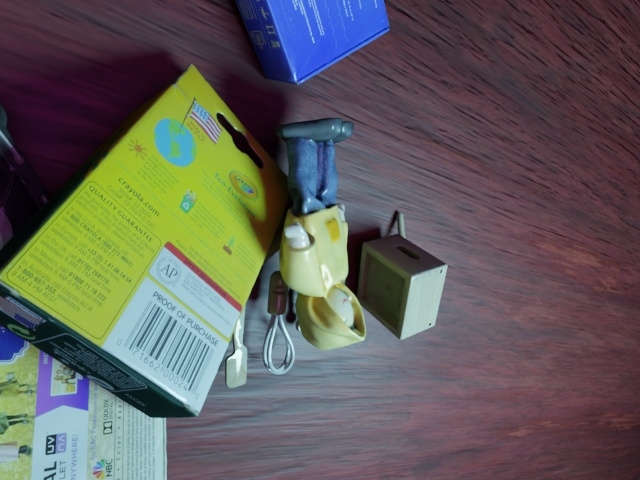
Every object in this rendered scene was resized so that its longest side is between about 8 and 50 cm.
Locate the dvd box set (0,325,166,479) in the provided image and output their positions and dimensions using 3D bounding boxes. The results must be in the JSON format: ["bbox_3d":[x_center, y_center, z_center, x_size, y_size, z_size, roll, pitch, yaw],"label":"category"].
[{"bbox_3d":[-0.346,0.136,0.377,0.420,0.062,0.308,4,71,-34],"label":"dvd box set"}]

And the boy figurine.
[{"bbox_3d":[0.000,0.000,0.559,0.177,0.092,0.285,-17,102,-71],"label":"boy figurine"}]

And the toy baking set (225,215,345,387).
[{"bbox_3d":[-0.047,0.077,0.631,0.256,0.030,0.197,-39,121,-30],"label":"toy baking set"}]

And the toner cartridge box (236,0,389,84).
[{"bbox_3d":[-0.041,-0.370,0.491,0.165,0.075,0.348,-38,129,-22],"label":"toner cartridge box"}]

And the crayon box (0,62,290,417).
[{"bbox_3d":[-0.152,-0.013,0.474,0.202,0.081,0.319,50,41,-30],"label":"crayon box"}]

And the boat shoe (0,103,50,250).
[{"bbox_3d":[-0.313,-0.104,0.383,0.233,0.084,0.079,69,28,-20],"label":"boat shoe"}]

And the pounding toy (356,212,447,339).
[{"bbox_3d":[0.124,0.048,0.708,0.100,0.141,0.130,-14,122,-30],"label":"pounding toy"}]
